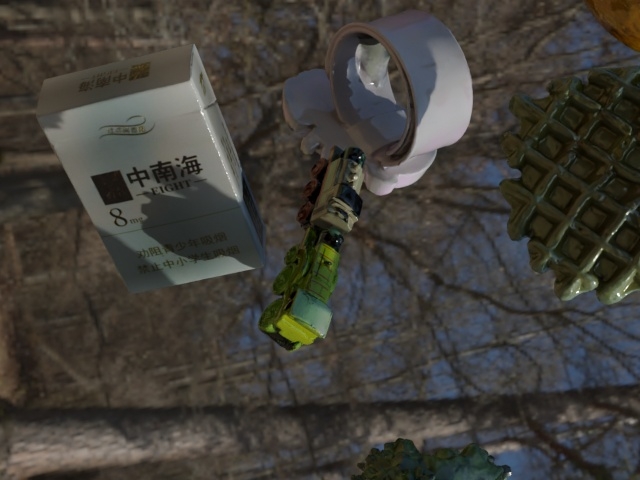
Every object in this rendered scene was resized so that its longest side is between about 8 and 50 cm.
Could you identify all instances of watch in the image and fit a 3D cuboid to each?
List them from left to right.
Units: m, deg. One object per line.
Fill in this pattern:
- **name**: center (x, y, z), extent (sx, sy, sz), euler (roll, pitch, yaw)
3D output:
- **watch**: center (0.072, -0.206, 1.474), extent (0.244, 0.196, 0.231), euler (53, -32, 24)

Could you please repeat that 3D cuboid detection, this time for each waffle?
- **waffle**: center (0.376, -0.072, 1.309), extent (0.056, 0.309, 0.291), euler (48, 35, -81)

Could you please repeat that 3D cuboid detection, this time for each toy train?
- **toy train**: center (0.000, 0.000, 1.098), extent (0.085, 0.053, 0.249), euler (-32, -149, 45)

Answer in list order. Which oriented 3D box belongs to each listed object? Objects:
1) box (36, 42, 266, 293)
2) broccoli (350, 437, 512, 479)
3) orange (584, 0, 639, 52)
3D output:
- **box**: center (-0.158, -0.064, 1.056), extent (0.067, 0.155, 0.242), euler (-95, 171, -48)
- **broccoli**: center (0.092, 0.296, 0.815), extent (0.235, 0.260, 0.288), euler (21, -58, 63)
- **orange**: center (0.344, -0.282, 1.022), extent (0.193, 0.219, 0.219), euler (18, -62, 24)
